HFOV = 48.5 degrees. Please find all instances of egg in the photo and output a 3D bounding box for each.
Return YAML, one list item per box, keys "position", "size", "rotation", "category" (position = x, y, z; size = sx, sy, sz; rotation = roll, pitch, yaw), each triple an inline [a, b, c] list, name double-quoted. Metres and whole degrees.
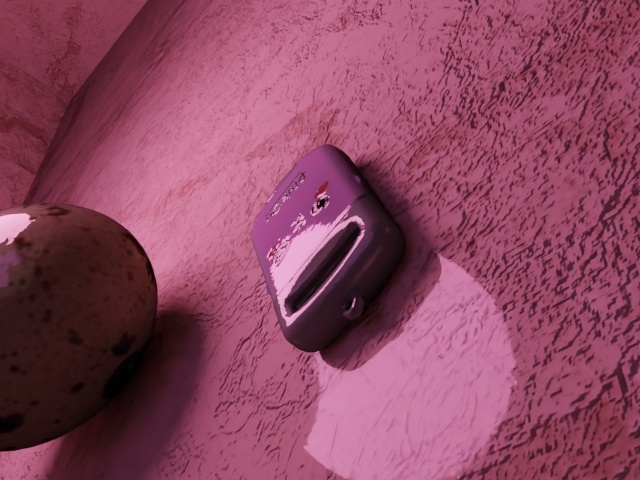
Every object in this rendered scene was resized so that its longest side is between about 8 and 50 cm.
- position: [-0.366, 0.108, 0.890]
  size: [0.379, 0.287, 0.288]
  rotation: [-23, 41, 26]
  category: "egg"

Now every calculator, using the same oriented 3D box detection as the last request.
- position: [0.000, 0.000, 0.666]
  size: [0.141, 0.045, 0.246]
  rotation: [-50, 30, 15]
  category: "calculator"
